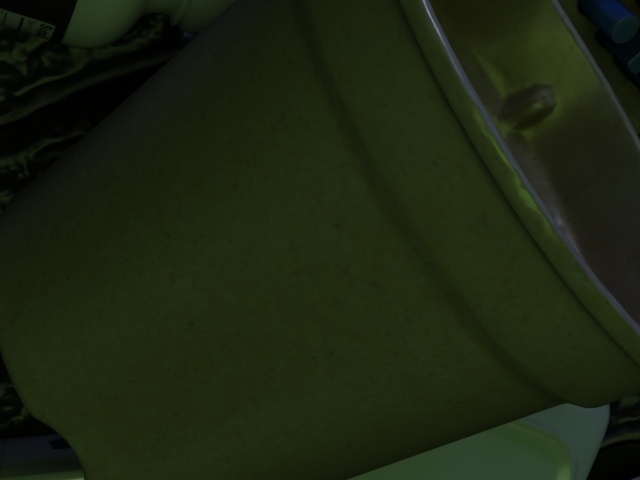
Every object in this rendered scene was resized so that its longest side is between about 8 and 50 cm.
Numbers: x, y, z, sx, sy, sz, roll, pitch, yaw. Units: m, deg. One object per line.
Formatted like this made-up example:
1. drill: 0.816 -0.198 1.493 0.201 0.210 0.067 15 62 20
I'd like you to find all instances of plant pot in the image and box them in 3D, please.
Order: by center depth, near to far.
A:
1. plant pot: 0.000 0.000 0.926 0.305 0.334 0.334 -31 107 19

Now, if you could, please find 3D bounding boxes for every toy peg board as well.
1. toy peg board: 0.241 -0.145 1.067 0.160 0.079 0.161 -43 137 6

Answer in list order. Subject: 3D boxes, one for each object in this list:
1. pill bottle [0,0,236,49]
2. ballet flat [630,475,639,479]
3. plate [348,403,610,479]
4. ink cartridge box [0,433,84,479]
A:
1. pill bottle: -0.192 -0.219 0.971 0.323 0.181 0.181 15 102 -12
2. ballet flat: 0.187 0.356 1.202 0.139 0.139 0.400 20 101 -13
3. plate: 0.056 0.198 1.124 0.277 0.045 0.278 21 88 -29
4. ink cartridge box: -0.151 0.212 1.133 0.219 0.092 0.160 -4 103 -8
